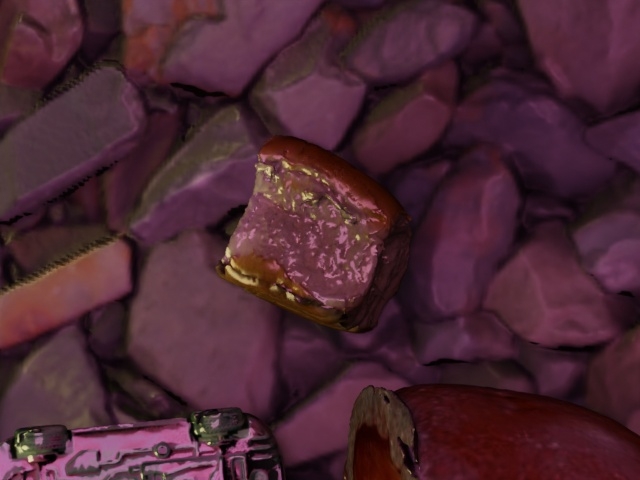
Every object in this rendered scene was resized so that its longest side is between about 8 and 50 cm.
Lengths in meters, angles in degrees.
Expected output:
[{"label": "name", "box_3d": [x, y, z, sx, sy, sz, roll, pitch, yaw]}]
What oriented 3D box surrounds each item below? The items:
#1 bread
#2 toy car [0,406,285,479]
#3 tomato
[{"label": "bread", "box_3d": [0.002, -0.001, 0.573, 0.070, 0.083, 0.077, 20, 83, 14]}, {"label": "toy car", "box_3d": [-0.087, 0.116, 0.583, 0.142, 0.055, 0.069, -6, 85, 2]}, {"label": "tomato", "box_3d": [0.094, 0.162, 0.486, 0.155, 0.181, 0.214, -1, 85, -5]}]
